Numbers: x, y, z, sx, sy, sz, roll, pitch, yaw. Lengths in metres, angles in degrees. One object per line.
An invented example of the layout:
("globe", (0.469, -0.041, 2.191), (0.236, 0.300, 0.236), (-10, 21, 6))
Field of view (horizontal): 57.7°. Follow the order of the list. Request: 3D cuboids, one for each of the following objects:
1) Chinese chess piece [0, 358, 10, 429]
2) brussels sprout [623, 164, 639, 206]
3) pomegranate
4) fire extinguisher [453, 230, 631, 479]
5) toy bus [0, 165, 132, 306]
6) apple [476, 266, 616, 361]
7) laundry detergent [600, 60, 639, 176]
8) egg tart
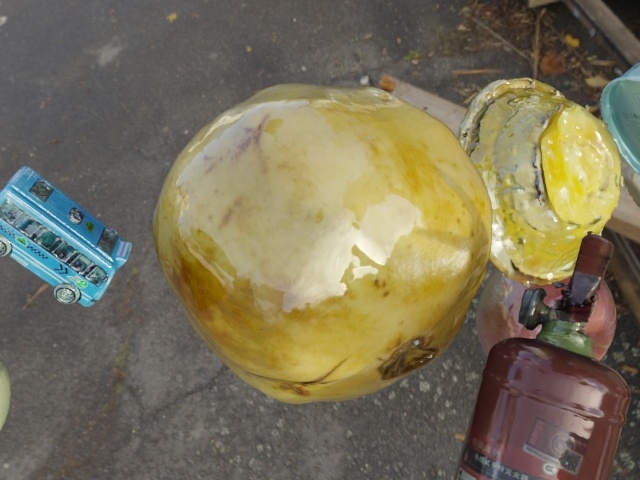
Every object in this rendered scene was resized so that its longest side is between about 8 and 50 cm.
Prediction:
("Chinese chess piece", (-0.388, 0.146, 0.530), (0.188, 0.188, 0.083), (8, 92, 20))
("brussels sprout", (0.872, -0.213, 1.366), (0.316, 0.274, 0.243), (-34, 77, -11))
("pomegranate", (0.000, 0.000, 0.598), (0.332, 0.333, 0.333), (-7, 56, 11))
("fire extinguisher", (0.150, 0.162, 0.413), (0.106, 0.147, 0.337), (14, 87, 21))
("toy bus", (-0.462, -0.004, 1.017), (0.134, 0.246, 0.114), (-39, 27, 16))
("apple", (0.468, 0.164, 1.237), (0.305, 0.306, 0.235), (-31, 37, -6))
("laundry detergent", (0.644, -0.225, 0.868), (0.305, 0.287, 0.287), (-39, 55, 5))
("egg tart", (0.366, -0.100, 0.922), (0.345, 0.345, 0.132), (-54, 20, -20))
